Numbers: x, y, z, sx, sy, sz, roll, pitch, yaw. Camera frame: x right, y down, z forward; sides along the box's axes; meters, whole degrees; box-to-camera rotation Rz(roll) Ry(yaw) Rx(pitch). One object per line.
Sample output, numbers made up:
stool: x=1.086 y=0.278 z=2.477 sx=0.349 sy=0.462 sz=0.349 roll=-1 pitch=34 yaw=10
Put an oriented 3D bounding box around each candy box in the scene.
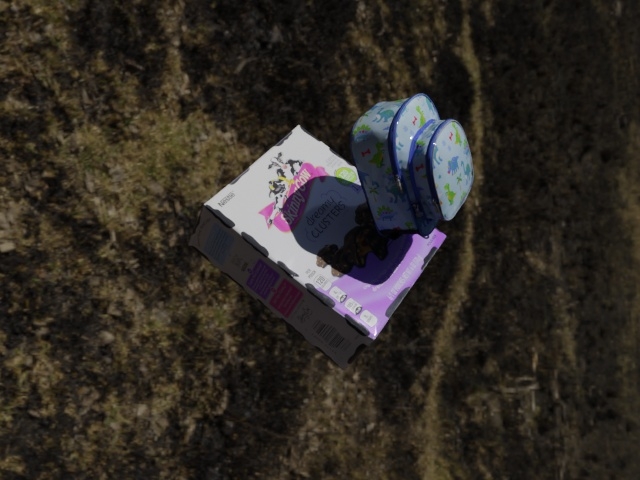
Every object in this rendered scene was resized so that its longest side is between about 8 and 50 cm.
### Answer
candy box: x=0.000 y=0.000 z=0.669 sx=0.196 sy=0.070 sz=0.165 roll=38 pitch=50 yaw=5

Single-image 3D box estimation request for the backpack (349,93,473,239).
backpack: x=0.086 y=-0.072 z=0.615 sx=0.105 sy=0.084 sz=0.114 roll=-49 pitch=124 yaw=-42
